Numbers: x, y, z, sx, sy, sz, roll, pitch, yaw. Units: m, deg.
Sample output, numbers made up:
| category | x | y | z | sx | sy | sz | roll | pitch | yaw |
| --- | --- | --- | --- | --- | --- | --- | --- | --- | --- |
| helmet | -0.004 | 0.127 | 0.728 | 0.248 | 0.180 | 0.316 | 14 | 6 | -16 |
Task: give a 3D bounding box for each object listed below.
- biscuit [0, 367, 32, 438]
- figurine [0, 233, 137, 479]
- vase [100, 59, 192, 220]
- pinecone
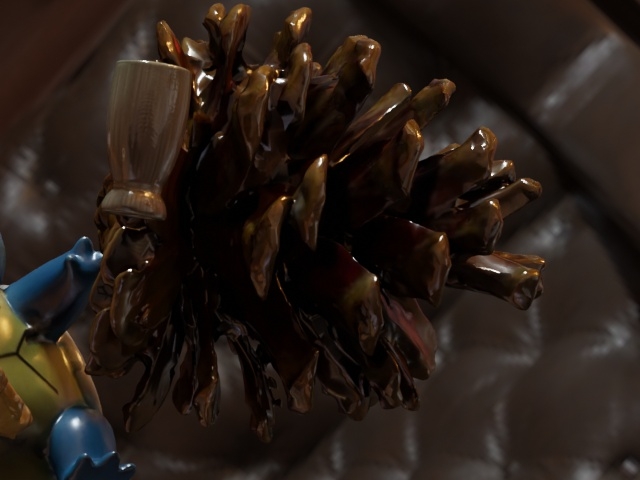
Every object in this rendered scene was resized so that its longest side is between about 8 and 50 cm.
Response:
| category | x | y | z | sx | sy | sz | roll | pitch | yaw |
| --- | --- | --- | --- | --- | --- | --- | --- | --- | --- |
| biscuit | -0.230 | 0.007 | 1.024 | 0.030 | 0.234 | 0.153 | -37 | -18 | -13 |
| figurine | -0.285 | 0.141 | 1.677 | 0.298 | 0.416 | 0.243 | -22 | 7 | 2 |
| vase | -0.116 | -0.065 | 1.283 | 0.053 | 0.053 | 0.101 | 2 | 83 | 62 |
| pinecone | 0.000 | 0.000 | 1.536 | 0.384 | 0.384 | 0.384 | -40 | 25 | 23 |
